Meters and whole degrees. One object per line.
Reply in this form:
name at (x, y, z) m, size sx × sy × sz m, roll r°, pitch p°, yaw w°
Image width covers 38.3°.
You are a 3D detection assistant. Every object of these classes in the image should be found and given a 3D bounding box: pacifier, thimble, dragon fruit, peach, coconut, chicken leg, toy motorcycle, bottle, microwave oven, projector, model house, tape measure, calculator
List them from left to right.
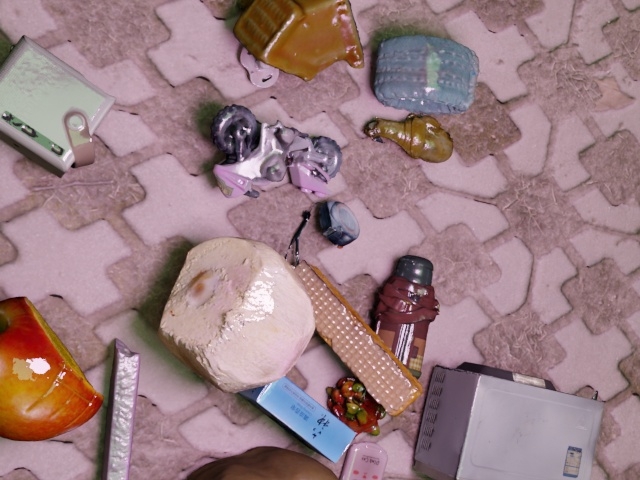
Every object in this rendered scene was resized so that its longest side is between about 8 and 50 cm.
peach at (-0.539, 0.254, 1.700) m, size 0.245 × 0.248 × 0.275 m, roll -33°, pitch 121°, yaw 15°
projector at (-0.513, -0.241, 1.735) m, size 0.242 × 0.163 × 0.177 m, roll 36°, pitch 78°, yaw -15°
coconut at (-0.159, 0.152, 1.824) m, size 0.297 × 0.297 × 0.254 m, roll -51°, pitch 136°, yaw -15°
pacifier at (-0.120, -0.375, 1.943) m, size 0.081 × 0.078 × 0.099 m, roll -33°, pitch 102°, yaw -16°
toy motorcycle at (-0.100, -0.159, 1.930) m, size 0.327 × 0.143 × 0.188 m, roll 15°, pitch 93°, yaw -37°
model house at (-0.070, -0.456, 1.923) m, size 0.239 × 0.268 × 0.173 m, roll -26°, pitch 143°, yaw -17°
tape measure at (-0.002, -0.002, 2.022) m, size 0.180 × 0.104 × 0.107 m, roll -43°, pitch 135°, yaw 17°
dragon fruit at (0.074, 0.365, 2.025) m, size 0.142 × 0.175 × 0.138 m, roll 16°, pitch 72°, yaw 8°
calculator at (0.090, 0.537, 2.065) m, size 0.100 × 0.032 × 0.175 m, roll 19°, pitch 84°, yaw -22°
bottle at (0.194, 0.169, 2.048) m, size 0.156 × 0.143 × 0.271 m, roll 21°, pitch 80°, yaw -48°
chicken leg at (0.203, -0.242, 2.085) m, size 0.227 × 0.088 × 0.103 m, roll 17°, pitch 94°, yaw -16°
thimble at (0.236, -0.361, 2.026) m, size 0.235 × 0.198 × 0.143 m, roll 5°, pitch 89°, yaw -3°
microwave oven at (0.424, 0.443, 2.106) m, size 0.355 × 0.218 × 0.286 m, roll 14°, pitch 84°, yaw -22°

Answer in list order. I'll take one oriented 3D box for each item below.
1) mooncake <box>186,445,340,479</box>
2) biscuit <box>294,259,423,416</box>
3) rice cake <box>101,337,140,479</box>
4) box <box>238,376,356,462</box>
mooncake at (-0.108, 0.660, 1.861) m, size 0.467 × 0.262 × 0.467 m, roll 0°, pitch 90°, yaw -25°
biscuit at (0.064, 0.208, 1.959) m, size 0.094 × 0.054 × 0.379 m, roll -44°, pitch 82°, yaw 12°
rice cake at (-0.401, 0.380, 1.838) m, size 0.056 × 0.072 × 0.365 m, roll 7°, pitch 86°, yaw -21°
box at (-0.053, 0.362, 1.942) m, size 0.232 × 0.142 × 0.083 m, roll 40°, pitch 76°, yaw -19°
